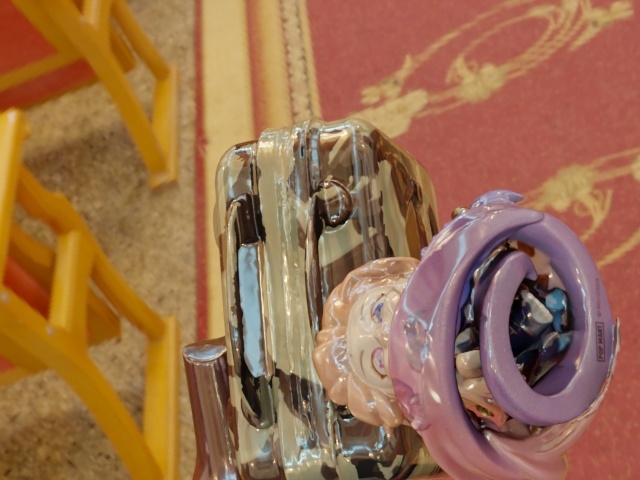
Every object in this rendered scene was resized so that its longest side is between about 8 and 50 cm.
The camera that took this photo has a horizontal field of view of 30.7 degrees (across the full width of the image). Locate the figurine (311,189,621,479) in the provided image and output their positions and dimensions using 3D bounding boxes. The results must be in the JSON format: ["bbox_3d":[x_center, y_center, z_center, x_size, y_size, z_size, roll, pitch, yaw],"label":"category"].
[{"bbox_3d":[0.064,0.047,0.515,0.114,0.157,0.126,-5,82,-17],"label":"figurine"}]

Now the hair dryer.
[{"bbox_3d":[-0.051,0.211,1.283,0.123,0.313,0.340,-3,16,17],"label":"hair dryer"}]

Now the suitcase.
[{"bbox_3d":[0.004,0.064,1.067,0.194,0.339,0.352,-9,79,19],"label":"suitcase"}]
